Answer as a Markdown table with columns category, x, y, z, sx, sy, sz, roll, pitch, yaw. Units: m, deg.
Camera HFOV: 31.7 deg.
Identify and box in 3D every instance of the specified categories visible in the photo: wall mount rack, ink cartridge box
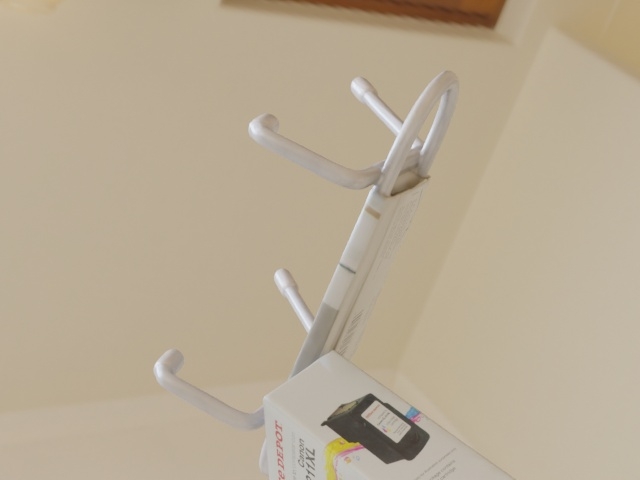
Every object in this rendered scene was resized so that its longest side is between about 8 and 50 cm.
| category | x | y | z | sx | sy | sz | roll | pitch | yaw |
| --- | --- | --- | --- | --- | --- | --- | --- | --- | --- |
| wall mount rack | 0.000 | 0.000 | 0.912 | 0.130 | 0.350 | 0.304 | 28 | -161 | 13 |
| ink cartridge box | 0.043 | 0.178 | 0.781 | 0.072 | 0.128 | 0.175 | -31 | -134 | -32 |
